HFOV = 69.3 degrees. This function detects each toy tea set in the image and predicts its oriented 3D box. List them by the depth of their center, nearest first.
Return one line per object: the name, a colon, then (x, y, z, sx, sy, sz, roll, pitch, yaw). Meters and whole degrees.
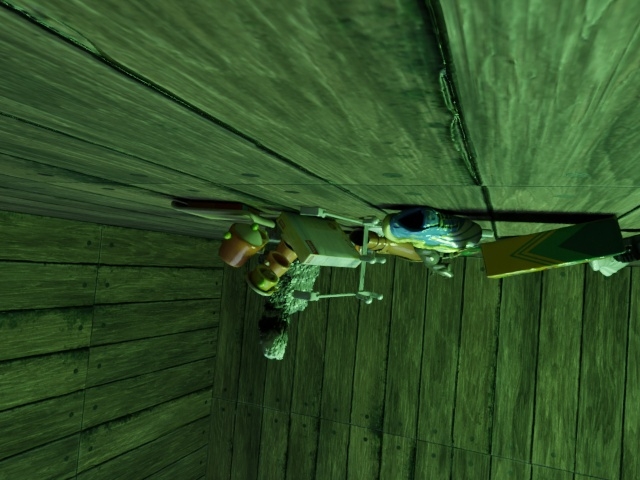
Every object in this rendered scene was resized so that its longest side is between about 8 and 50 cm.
toy tea set: (-0.143, 0.012, 1.292, 0.200, 0.124, 0.336, 40, -161, 0)

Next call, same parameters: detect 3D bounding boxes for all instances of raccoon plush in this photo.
raccoon plush: (-0.058, 0.145, 1.543, 0.216, 0.446, 0.299, 9, 148, -30)

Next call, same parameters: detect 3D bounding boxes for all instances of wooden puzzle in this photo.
wooden puzzle: (-0.265, -0.080, 1.308, 0.239, 0.044, 0.221, 9, 178, 9)

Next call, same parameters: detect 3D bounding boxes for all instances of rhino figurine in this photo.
rhino figurine: (0.381, 0.060, 1.529, 0.106, 0.073, 0.243, 7, 151, 36)

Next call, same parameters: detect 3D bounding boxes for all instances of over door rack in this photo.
over door rack: (0.079, 0.047, 1.259, 0.108, 0.239, 0.324, 3, 177, 43)

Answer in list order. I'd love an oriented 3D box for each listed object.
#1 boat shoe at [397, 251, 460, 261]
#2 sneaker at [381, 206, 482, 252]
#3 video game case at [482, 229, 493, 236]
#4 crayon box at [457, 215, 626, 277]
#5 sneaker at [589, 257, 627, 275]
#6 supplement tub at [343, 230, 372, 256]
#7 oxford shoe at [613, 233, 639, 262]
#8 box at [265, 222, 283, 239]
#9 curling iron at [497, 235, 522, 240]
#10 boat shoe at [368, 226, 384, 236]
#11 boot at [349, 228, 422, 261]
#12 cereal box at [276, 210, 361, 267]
boat shoe: (0.435, 0.039, 1.857, 0.285, 0.104, 0.089, 2, 173, 33)
sneaker: (0.264, -0.025, 1.053, 0.240, 0.091, 0.126, 2, 172, -2)
video game case: (0.434, -0.023, 1.476, 0.190, 0.022, 0.173, 5, 177, 8)
crayon box: (0.492, 0.030, 1.062, 0.319, 0.081, 0.202, -13, 170, 23)
sneaker: (0.849, 0.025, 1.371, 0.281, 0.105, 0.115, 13, 138, -46)
supplement tub: (0.114, 0.015, 1.878, 0.198, 0.106, 0.106, 4, 177, 7)
oxford shoe: (0.803, 0.004, 1.075, 0.096, 0.082, 0.227, -14, -178, -14)
box: (-0.167, -0.030, 1.825, 0.063, 0.067, 0.324, 6, 178, -15)
curling iron: (0.676, 0.004, 1.473, 0.068, 0.035, 0.274, 6, 177, -28)
boat shoe: (0.203, -0.031, 1.533, 0.100, 0.035, 0.035, 5, 177, -11)
boot: (0.258, 0.001, 1.632, 0.220, 0.109, 0.283, 12, -179, -36)
cereal box: (0.000, 0.000, 1.361, 0.240, 0.047, 0.173, 8, -139, -47)
